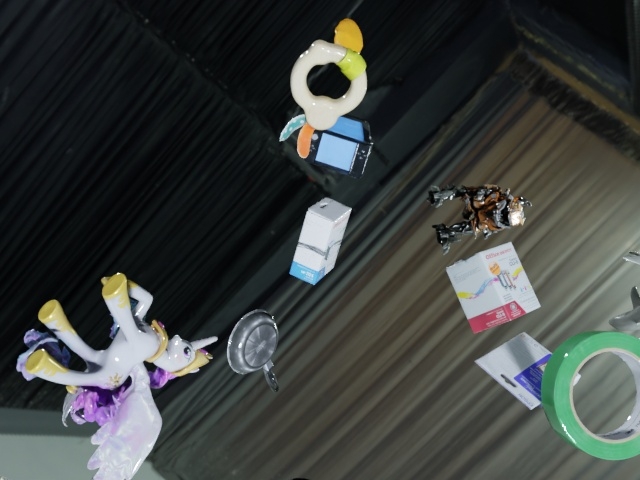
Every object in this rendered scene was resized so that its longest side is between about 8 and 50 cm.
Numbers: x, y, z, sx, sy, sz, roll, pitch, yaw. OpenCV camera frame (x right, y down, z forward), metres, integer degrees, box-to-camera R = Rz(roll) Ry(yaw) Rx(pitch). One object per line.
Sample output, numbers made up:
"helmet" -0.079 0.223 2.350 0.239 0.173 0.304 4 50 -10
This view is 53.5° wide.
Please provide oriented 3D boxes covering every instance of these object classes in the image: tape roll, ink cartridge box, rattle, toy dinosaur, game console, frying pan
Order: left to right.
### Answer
"frying pan" -0.190 0.362 1.892 0.053 0.326 0.197 15 27 39
"rattle" -0.002 -0.261 1.084 0.130 0.200 0.143 2 46 -21
"ink cartridge box" 0.000 0.000 1.680 0.082 0.191 0.139 25 27 15
"game console" 0.025 -0.176 1.130 0.122 0.107 0.071 21 13 18
"toy dinosaur" 0.382 -0.070 1.535 0.322 0.218 0.164 66 10 -83
"ink cartridge box" 0.418 0.113 1.547 0.128 0.127 0.176 -15 77 -36
"ink cartridge box" 0.570 0.366 1.762 0.206 0.208 0.045 42 -38 40
"tape roll" 0.737 0.395 1.641 0.321 0.321 0.077 43 -10 -2

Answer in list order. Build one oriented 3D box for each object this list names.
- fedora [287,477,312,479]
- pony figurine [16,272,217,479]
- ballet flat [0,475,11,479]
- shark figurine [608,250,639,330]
"fedora" -0.007 0.726 1.519 0.334 0.152 0.334 34 43 -38
"pony figurine" -0.400 0.252 1.234 0.303 0.351 0.363 36 -12 40
"ballet flat" -0.622 0.488 1.192 0.231 0.077 0.077 6 51 -60
"shark figurine" 0.851 0.167 1.673 0.166 0.116 0.278 28 -43 38
